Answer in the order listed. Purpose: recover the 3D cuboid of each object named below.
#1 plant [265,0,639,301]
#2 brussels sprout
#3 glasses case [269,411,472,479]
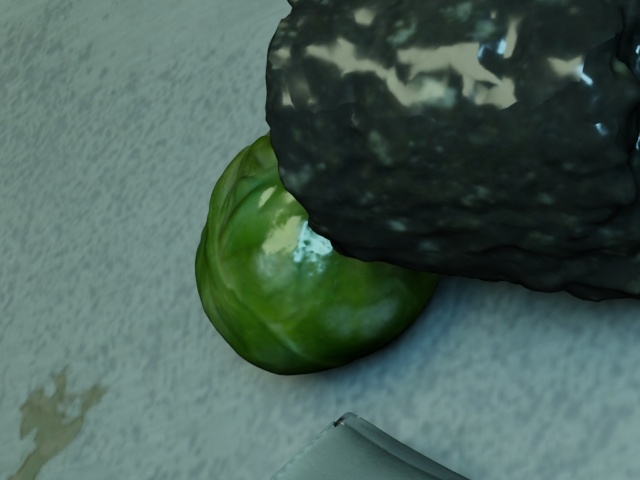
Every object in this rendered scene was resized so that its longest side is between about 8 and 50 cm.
[{"bbox_3d":[0.148,-0.079,0.700,0.321,0.181,0.194,0,60,20],"label":"plant"},{"bbox_3d":[-0.001,-0.001,0.858,0.155,0.117,0.155,-17,64,38],"label":"brussels sprout"},{"bbox_3d":[0.079,0.173,0.698,0.308,0.083,0.128,17,71,47],"label":"glasses case"}]
